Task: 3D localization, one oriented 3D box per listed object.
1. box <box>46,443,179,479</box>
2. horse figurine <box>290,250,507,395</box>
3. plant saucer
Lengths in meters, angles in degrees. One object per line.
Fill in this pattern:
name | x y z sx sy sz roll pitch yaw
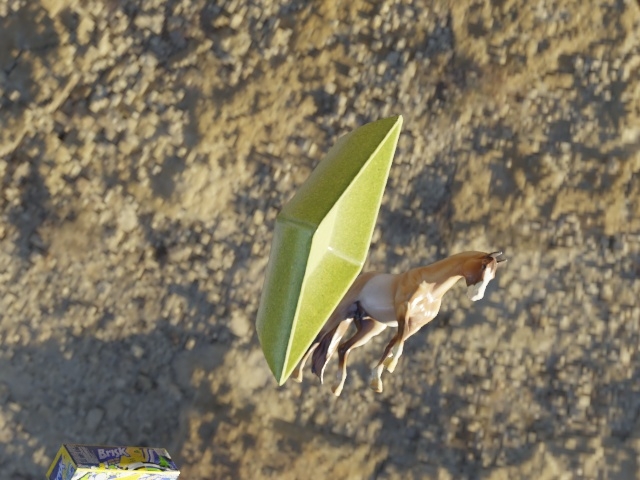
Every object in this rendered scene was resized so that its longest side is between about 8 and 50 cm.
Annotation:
box | -0.278 0.315 1.718 0.168 0.054 0.059 12 116 -42
horse figurine | 0.064 0.086 1.371 0.066 0.174 0.263 42 151 -19
plant saucer | 0.000 0.000 1.106 0.045 0.188 0.188 24 132 12
